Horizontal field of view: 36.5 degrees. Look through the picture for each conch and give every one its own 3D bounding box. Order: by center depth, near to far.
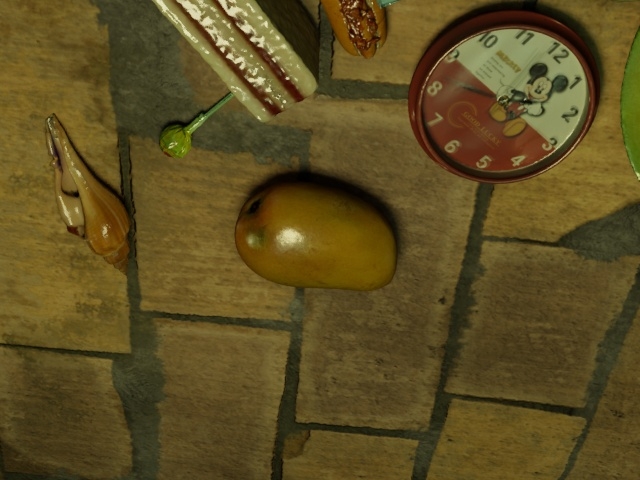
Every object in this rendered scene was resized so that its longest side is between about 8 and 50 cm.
[{"bbox_3d":[-0.424,-0.081,1.792,0.109,0.093,0.330,-9,109,32],"label":"conch"}]

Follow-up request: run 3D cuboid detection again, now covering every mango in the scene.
[{"bbox_3d":[0.000,0.000,1.771,0.317,0.173,0.211,16,128,-17],"label":"mango"}]

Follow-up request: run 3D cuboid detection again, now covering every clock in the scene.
[{"bbox_3d":[0.304,-0.236,1.620,0.319,0.080,0.318,1,124,2],"label":"clock"}]

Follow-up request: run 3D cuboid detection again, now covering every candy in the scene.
[{"bbox_3d":[-0.131,-0.357,1.485,0.135,0.179,0.320,-29,121,24],"label":"candy"},{"bbox_3d":[-0.205,-0.212,1.695,0.194,0.062,0.058,-36,74,18],"label":"candy"}]

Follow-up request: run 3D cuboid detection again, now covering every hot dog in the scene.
[{"bbox_3d":[0.044,-0.393,1.512,0.102,0.076,0.249,-7,129,13],"label":"hot dog"}]

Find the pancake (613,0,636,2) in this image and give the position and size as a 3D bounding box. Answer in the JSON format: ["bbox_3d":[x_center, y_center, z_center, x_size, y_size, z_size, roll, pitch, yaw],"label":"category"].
[{"bbox_3d":[0.475,-0.462,1.461,0.212,0.029,0.235,-31,119,26],"label":"pancake"}]

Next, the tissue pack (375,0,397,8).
[{"bbox_3d":[0.179,-0.468,1.409,0.263,0.089,0.177,-20,126,-1],"label":"tissue pack"}]

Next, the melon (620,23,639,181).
[{"bbox_3d":[0.625,-0.211,1.543,0.331,0.226,0.343,5,143,-15],"label":"melon"}]
